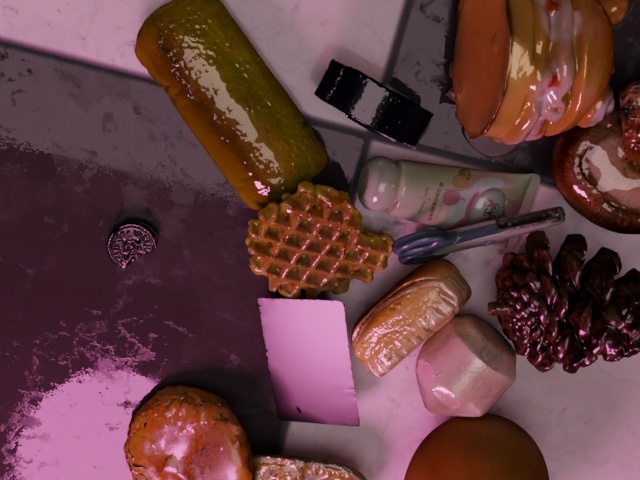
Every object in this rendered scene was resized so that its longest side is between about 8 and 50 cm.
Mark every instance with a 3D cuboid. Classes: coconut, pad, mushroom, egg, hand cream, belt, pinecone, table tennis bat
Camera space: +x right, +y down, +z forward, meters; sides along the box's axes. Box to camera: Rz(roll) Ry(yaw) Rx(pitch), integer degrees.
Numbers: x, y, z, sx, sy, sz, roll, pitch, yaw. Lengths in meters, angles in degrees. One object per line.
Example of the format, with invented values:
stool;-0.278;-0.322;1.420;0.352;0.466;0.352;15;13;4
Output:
coconut;0.243;0.224;1.821;0.171;0.171;0.183;38;107;-14
pad;-0.019;0.214;1.840;0.159;0.009;0.265;1;118;18
mushroom;0.525;-0.149;1.720;0.297;0.163;0.278;-18;117;2
egg;0.266;0.458;1.853;0.250;0.250;0.323;19;113;-9
hand cream;0.214;-0.072;1.771;0.305;0.093;0.147;10;111;-17
belt;0.087;-0.217;1.677;0.198;0.151;0.078;24;101;-20
pinecone;0.427;0.106;1.759;0.309;0.244;0.244;5;109;-25
table tennis bat;0.273;-0.205;1.761;0.158;0.014;0.095;37;104;-16

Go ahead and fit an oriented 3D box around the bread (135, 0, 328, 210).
bread;-0.140;-0.215;1.682;0.166;0.112;0.384;-33;107;8

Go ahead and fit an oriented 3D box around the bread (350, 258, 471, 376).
bread;0.147;0.128;1.786;0.106;0.140;0.236;47;112;3

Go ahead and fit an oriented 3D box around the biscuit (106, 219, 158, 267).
biscuit;-0.321;0.008;1.789;0.087;0.027;0.089;8;107;-5

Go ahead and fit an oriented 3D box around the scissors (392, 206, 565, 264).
scissors;0.264;-0.010;1.741;0.289;0.138;0.041;-15;69;9

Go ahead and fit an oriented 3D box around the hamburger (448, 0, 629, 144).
hamburger;0.341;-0.283;1.621;0.236;0.276;0.276;-1;108;-14

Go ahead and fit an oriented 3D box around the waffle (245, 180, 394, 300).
waffle;0.000;0.001;1.740;0.249;0.056;0.253;-11;135;-4

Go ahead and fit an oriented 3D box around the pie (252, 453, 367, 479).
pie;-0.040;0.467;1.924;0.247;0.090;0.201;8;118;-6

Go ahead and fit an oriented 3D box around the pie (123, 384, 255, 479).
pie;-0.233;0.392;1.878;0.273;0.069;0.274;3;101;18
